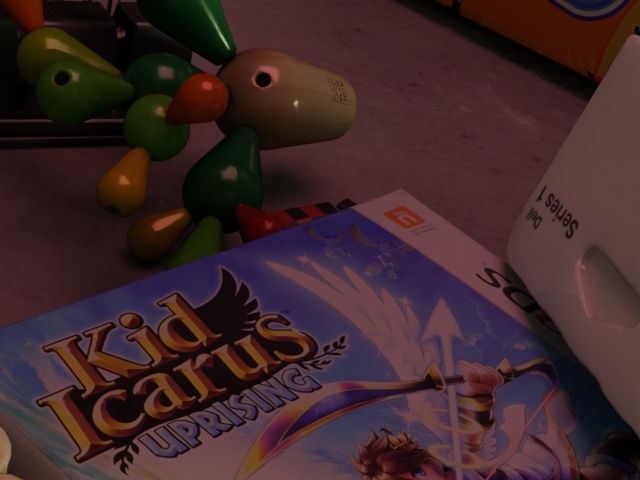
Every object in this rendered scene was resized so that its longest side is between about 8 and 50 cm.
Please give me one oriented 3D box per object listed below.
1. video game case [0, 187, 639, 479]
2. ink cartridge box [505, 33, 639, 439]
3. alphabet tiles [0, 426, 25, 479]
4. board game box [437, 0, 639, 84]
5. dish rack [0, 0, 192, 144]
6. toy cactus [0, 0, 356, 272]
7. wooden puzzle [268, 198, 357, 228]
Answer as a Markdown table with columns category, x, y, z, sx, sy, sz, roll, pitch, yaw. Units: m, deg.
| category | x | y | z | sx | sy | sz | roll | pitch | yaw |
| --- | --- | --- | --- | --- | --- | --- | --- | --- | --- |
| video game case | 0.028 | 0.092 | 0.658 | 0.244 | 0.061 | 0.269 | 36 | 35 | 28 |
| ink cartridge box | 0.242 | 0.042 | 0.711 | 0.278 | 0.117 | 0.201 | 21 | 17 | -22 |
| alphabet tiles | -0.179 | 0.117 | 0.460 | 0.278 | 0.021 | 0.284 | 34 | 36 | 24 |
| board game box | 0.222 | -0.344 | 1.154 | 0.356 | 0.356 | 0.356 | 30 | 31 | 20 |
| dish rack | -0.198 | -0.153 | 0.913 | 0.208 | 0.074 | 0.271 | -2 | 38 | -33 |
| toy cactus | -0.052 | -0.076 | 0.805 | 0.180 | 0.112 | 0.219 | 1 | 58 | -46 |
| wooden puzzle | 0.000 | 0.000 | 0.841 | 0.083 | 0.006 | 0.049 | -11 | 42 | -40 |
